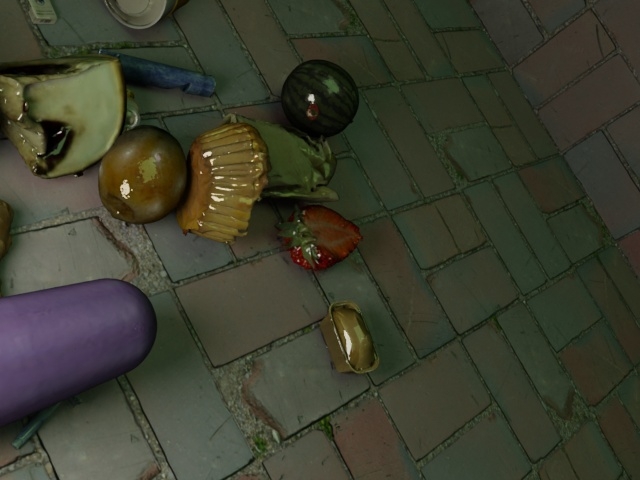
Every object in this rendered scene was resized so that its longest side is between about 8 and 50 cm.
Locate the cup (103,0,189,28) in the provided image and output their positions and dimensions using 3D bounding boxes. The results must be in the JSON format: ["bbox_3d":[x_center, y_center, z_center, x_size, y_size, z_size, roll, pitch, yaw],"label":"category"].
[{"bbox_3d":[-0.424,-0.653,1.981,0.241,0.185,0.226,46,36,-4],"label":"cup"}]

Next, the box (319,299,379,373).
[{"bbox_3d":[0.068,0.228,1.886,0.111,0.111,0.177,-5,67,-45],"label":"box"}]

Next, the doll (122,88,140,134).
[{"bbox_3d":[-0.428,-0.268,1.793,0.084,0.073,0.127,53,24,-55],"label":"doll"}]

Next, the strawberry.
[{"bbox_3d":[-0.004,-0.014,1.993,0.228,0.098,0.174,-26,83,-52],"label":"strawberry"}]

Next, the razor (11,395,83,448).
[{"bbox_3d":[-0.474,0.300,1.381,0.068,0.040,0.135,46,48,-7],"label":"razor"}]

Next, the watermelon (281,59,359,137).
[{"bbox_3d":[0.000,-0.376,2.166,0.212,0.212,0.212,24,49,-30],"label":"watermelon"}]

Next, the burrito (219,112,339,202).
[{"bbox_3d":[-0.105,-0.180,1.982,0.331,0.135,0.190,8,61,-42],"label":"burrito"}]

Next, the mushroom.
[{"bbox_3d":[-0.547,-0.249,1.633,0.292,0.211,0.218,-46,142,-61],"label":"mushroom"}]

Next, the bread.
[{"bbox_3d":[-0.215,-0.127,1.742,0.149,0.274,0.274,7,58,-32],"label":"bread"}]

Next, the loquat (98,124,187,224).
[{"bbox_3d":[-0.365,-0.136,1.681,0.179,0.179,0.227,38,45,-18],"label":"loquat"}]

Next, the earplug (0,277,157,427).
[{"bbox_3d":[-0.467,0.178,1.305,0.455,0.215,0.215,-16,74,-43],"label":"earplug"}]

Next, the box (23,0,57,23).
[{"bbox_3d":[-0.629,-0.524,1.811,0.054,0.024,0.083,-16,75,-46],"label":"box"}]

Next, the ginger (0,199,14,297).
[{"bbox_3d":[-0.578,0.049,1.425,0.131,0.086,0.295,-6,75,-58],"label":"ginger"}]

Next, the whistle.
[{"bbox_3d":[-0.389,-0.393,1.919,0.304,0.062,0.062,5,60,-41],"label":"whistle"}]
